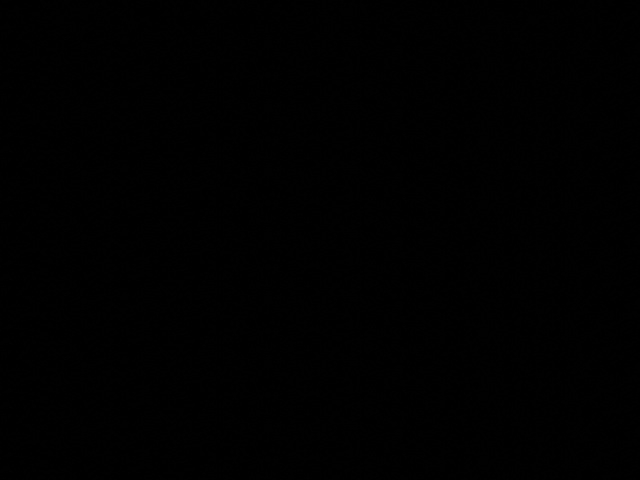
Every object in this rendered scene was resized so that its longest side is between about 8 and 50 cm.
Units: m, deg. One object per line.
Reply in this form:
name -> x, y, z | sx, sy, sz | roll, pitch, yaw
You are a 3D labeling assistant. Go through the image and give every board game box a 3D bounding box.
board game box -> 0.032, 0.083, 0.146 | 0.356, 0.356, 0.356 | -27, -81, -18
